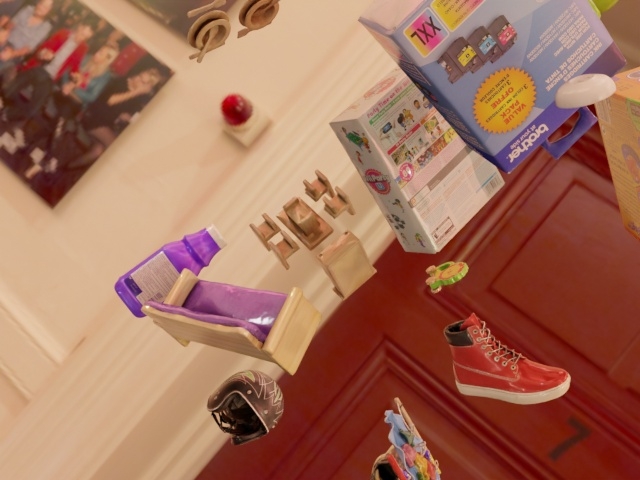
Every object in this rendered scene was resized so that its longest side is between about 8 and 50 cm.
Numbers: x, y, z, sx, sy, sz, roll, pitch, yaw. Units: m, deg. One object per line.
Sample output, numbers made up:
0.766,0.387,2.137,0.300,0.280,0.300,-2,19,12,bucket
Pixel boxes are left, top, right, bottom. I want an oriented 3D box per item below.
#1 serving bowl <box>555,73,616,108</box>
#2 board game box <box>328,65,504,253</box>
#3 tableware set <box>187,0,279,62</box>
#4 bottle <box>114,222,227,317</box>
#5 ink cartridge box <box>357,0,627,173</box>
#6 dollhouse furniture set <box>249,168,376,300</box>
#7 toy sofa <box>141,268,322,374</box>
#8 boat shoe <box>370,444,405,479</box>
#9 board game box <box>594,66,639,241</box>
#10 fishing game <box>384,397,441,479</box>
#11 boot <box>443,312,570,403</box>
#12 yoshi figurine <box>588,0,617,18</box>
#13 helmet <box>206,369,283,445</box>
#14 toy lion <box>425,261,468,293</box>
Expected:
0.368,-0.214,1.100,0.083,0.083,0.027,31,-35,64,serving bowl
0.188,-0.161,1.484,0.097,0.224,0.303,3,-49,57,board game box
-0.154,-0.401,1.456,0.039,0.194,0.128,54,-21,18,tableware set
-0.358,0.066,1.908,0.118,0.283,0.092,53,-4,-9,bottle
0.296,-0.300,1.262,0.395,0.270,0.151,41,8,-32,ink cartridge box
0.000,0.000,1.847,0.242,0.212,0.161,44,-10,34,dollhouse furniture set
-0.196,0.153,1.680,0.363,0.150,0.177,6,-32,40,toy sofa
0.164,0.582,1.972,0.080,0.073,0.223,40,-42,15,boat shoe
0.803,-0.185,1.578,0.356,0.356,0.356,-81,153,-73,board game box
0.146,0.314,1.078,0.189,0.041,0.264,60,8,3,fishing game
0.369,0.229,1.578,0.244,0.088,0.176,-2,-66,36,boot
0.492,-0.585,1.628,0.362,0.203,0.203,61,23,14,yoshi figurine
-0.166,0.382,1.837,0.169,0.162,0.169,58,11,-18,helmet
0.285,0.074,1.762,0.034,0.096,0.100,57,18,-15,toy lion
